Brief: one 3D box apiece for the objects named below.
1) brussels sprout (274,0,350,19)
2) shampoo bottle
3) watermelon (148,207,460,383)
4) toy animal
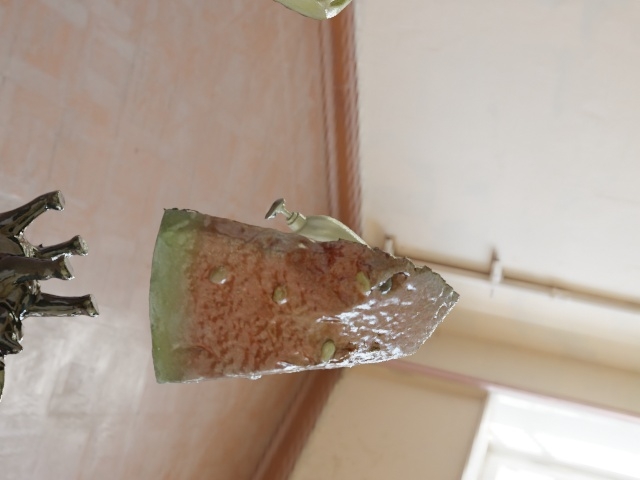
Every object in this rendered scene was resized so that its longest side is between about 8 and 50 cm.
[{"bbox_3d":[-0.005,-0.428,1.354,0.244,0.244,0.244,11,90,-72],"label":"brussels sprout"},{"bbox_3d":[0.000,0.000,1.205,0.152,0.077,0.045,43,38,-22],"label":"shampoo bottle"},{"bbox_3d":[-0.016,0.059,0.845,0.193,0.257,0.139,40,52,-72],"label":"watermelon"},{"bbox_3d":[-0.296,0.059,0.982,0.269,0.137,0.082,-100,174,-46],"label":"toy animal"}]
